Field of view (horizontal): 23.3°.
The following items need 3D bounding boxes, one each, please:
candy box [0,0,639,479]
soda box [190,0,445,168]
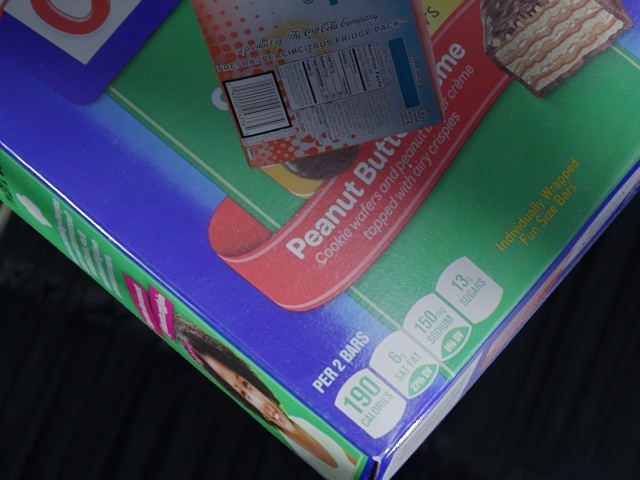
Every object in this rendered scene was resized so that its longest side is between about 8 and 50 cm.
[{"bbox_3d":[-0.014,-0.083,0.727,0.317,0.268,0.122,39,161,12],"label":"candy box"},{"bbox_3d":[-0.016,-0.110,0.391,0.058,0.063,0.183,-13,129,6],"label":"soda box"}]
